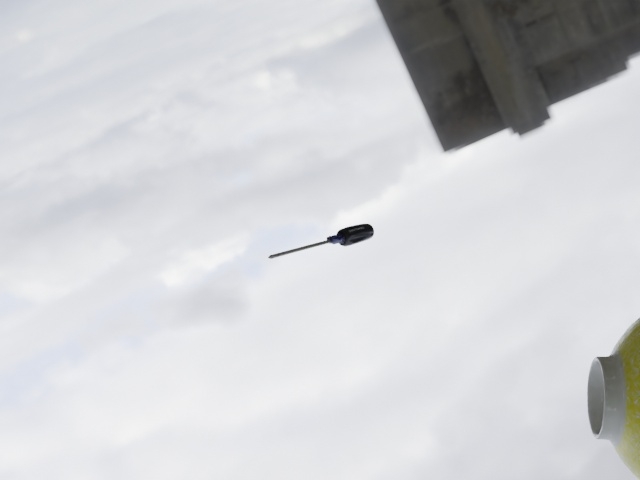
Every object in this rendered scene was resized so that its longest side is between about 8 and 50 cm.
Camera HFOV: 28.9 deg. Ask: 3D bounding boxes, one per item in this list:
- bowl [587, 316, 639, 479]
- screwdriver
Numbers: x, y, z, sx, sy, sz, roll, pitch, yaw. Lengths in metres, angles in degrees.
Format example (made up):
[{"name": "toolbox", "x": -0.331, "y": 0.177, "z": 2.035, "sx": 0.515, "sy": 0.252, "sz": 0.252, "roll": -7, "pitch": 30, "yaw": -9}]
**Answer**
[{"name": "bowl", "x": 0.461, "y": 0.221, "z": 1.733, "sx": 0.156, "sy": 0.289, "sz": 0.289, "roll": 1, "pitch": -161, "yaw": 1}, {"name": "screwdriver", "x": 0.000, "y": 0.000, "z": 1.414, "sx": 0.170, "sy": 0.025, "sz": 0.024, "roll": -8, "pitch": 172, "yaw": -45}]
